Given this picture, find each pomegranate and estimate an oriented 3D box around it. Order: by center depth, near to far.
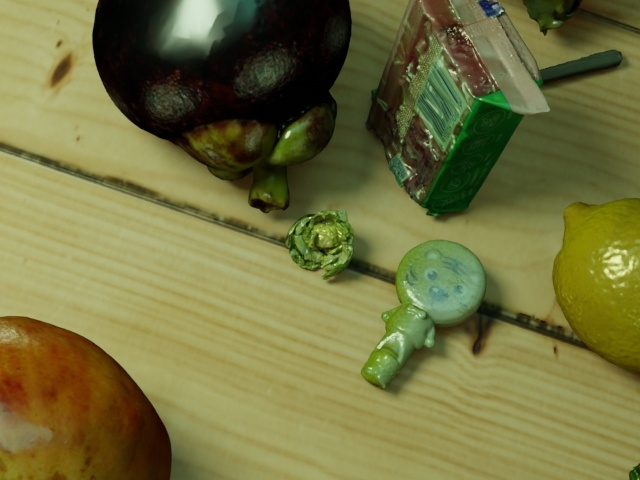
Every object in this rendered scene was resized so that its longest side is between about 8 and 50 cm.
[{"bbox_3d":[-0.267,0.189,0.974,0.252,0.270,0.229,32,98,-26],"label":"pomegranate"}]

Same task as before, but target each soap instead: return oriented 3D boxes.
[{"bbox_3d":[0.144,-0.155,1.205,0.098,0.273,0.218,-16,67,-17],"label":"soap"}]

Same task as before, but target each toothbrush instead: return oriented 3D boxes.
[{"bbox_3d":[0.277,-0.212,1.402,0.297,0.030,0.030,-17,53,-20],"label":"toothbrush"}]

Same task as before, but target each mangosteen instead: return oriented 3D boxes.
[{"bbox_3d":[-0.092,-0.221,1.202,0.313,0.297,0.297,33,56,-31],"label":"mangosteen"}]

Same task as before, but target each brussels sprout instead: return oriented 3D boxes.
[{"bbox_3d":[0.000,0.000,1.224,0.085,0.058,0.085,0,94,2],"label":"brussels sprout"}]

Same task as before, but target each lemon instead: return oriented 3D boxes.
[{"bbox_3d":[0.361,0.053,1.195,0.187,0.187,0.244,-40,81,-26],"label":"lemon"}]

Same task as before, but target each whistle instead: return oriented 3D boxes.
[{"bbox_3d":[0.112,0.086,1.206,0.104,0.057,0.198,29,68,17],"label":"whistle"}]

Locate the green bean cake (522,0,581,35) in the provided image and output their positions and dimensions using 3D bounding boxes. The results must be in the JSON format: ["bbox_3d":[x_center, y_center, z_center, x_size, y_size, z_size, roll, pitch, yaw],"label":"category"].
[{"bbox_3d":[0.239,-0.404,1.386,0.310,0.285,0.202,45,36,-12],"label":"green bean cake"}]

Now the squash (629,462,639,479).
[{"bbox_3d":[0.311,0.377,1.078,0.080,0.071,0.318,27,61,4],"label":"squash"}]
